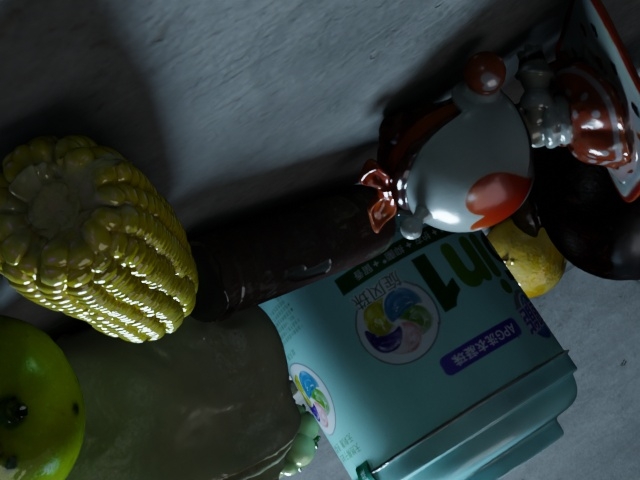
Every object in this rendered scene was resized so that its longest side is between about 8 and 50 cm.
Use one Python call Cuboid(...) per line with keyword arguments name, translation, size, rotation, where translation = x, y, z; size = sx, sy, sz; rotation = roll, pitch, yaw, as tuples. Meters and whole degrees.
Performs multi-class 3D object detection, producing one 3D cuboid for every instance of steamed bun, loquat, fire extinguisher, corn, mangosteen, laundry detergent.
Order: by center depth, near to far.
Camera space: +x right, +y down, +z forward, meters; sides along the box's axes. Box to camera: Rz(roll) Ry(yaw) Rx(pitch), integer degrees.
Cuboid(name="corn", translation=(-0.127, 0.007, 0.596), size=(0.093, 0.093, 0.244), rotation=(-31, 168, -4))
Cuboid(name="fire extinguisher", translation=(0.000, 0.000, 0.860), size=(0.267, 0.072, 0.089), rotation=(-20, -165, -41))
Cuboid(name="steamed bun", translation=(-0.166, 0.200, 0.902), size=(0.324, 0.219, 0.310), rotation=(-27, 165, -20))
Cuboid(name="mangosteen", translation=(0.311, -0.068, 1.089), size=(0.265, 0.228, 0.228), rotation=(3, 177, 19))
Cuboid(name="laundry detergent", translation=(0.116, 0.135, 1.112), size=(0.287, 0.305, 0.287), rotation=(-30, 166, -9))
Cuboid(name="loquat", translation=(0.318, 0.024, 1.530), size=(0.141, 0.141, 0.141), rotation=(-30, 166, -8))

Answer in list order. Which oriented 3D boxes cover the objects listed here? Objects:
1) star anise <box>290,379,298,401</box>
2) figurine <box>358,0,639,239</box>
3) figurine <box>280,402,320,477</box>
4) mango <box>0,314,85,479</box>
Cuboid(name="star anise", translation=(-0.130, 0.223, 1.261), size=(0.349, 0.109, 0.292), rotation=(-46, 160, 1))
Cuboid(name="figurine", translation=(0.139, -0.075, 0.818), size=(0.226, 0.160, 0.183), rotation=(-23, 166, 2))
Cuboid(name="figurine", translation=(-0.093, 0.219, 1.124), size=(0.197, 0.147, 0.093), rotation=(15, 163, -31))
Cuboid(name="mango", translation=(-0.281, 0.145, 0.655), size=(0.293, 0.143, 0.175), rotation=(-28, 176, 30))
